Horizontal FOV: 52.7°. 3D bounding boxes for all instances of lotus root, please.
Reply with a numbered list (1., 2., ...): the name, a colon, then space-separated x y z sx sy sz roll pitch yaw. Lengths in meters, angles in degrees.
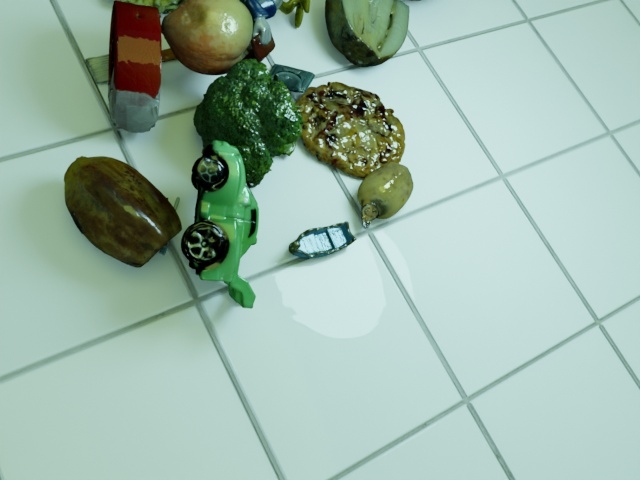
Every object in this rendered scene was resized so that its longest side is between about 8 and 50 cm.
1. lotus root: 0.168 -0.125 1.724 0.125 0.118 0.221 33 58 18
2. lotus root: 0.128 -0.632 1.942 0.267 0.149 0.260 19 63 -29
3. lotus root: -0.463 -0.068 1.468 0.291 0.193 0.193 43 60 2

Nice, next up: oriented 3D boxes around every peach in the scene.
1. peach: -0.292 -0.528 1.631 0.232 0.232 0.233 7 63 -15

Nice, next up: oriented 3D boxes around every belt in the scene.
1. belt: -0.462 -0.430 1.595 0.115 0.227 0.324 1 75 -22

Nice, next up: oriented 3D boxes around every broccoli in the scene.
1. broccoli: -0.165 -0.303 1.634 0.283 0.303 0.321 0 64 -52

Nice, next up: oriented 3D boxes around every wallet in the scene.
1. wallet: -0.090 -0.459 1.827 0.129 0.026 0.088 17 59 16

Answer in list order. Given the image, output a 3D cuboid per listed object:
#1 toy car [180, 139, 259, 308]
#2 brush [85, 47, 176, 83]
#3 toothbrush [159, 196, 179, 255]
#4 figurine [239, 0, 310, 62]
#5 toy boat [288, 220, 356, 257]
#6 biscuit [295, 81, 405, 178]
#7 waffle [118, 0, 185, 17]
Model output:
1. toy car: -0.221 -0.037 1.463 0.176 0.213 0.359 8 86 -13
2. brush: -0.468 -0.492 1.751 0.314 0.017 0.090 -22 76 -26
3. toothbrush: -0.362 -0.036 1.566 0.017 0.014 0.162 26 57 -26
4. figurine: -0.210 -0.629 1.825 0.338 0.204 0.284 8 78 -13
5. toy boat: 0.000 0.000 1.628 0.185 0.077 0.075 -15 71 -24
6. biscuit: 0.088 -0.323 1.814 0.333 0.081 0.290 19 62 -10
7. waffle: -0.492 -0.762 1.841 0.297 0.073 0.317 46 58 8
